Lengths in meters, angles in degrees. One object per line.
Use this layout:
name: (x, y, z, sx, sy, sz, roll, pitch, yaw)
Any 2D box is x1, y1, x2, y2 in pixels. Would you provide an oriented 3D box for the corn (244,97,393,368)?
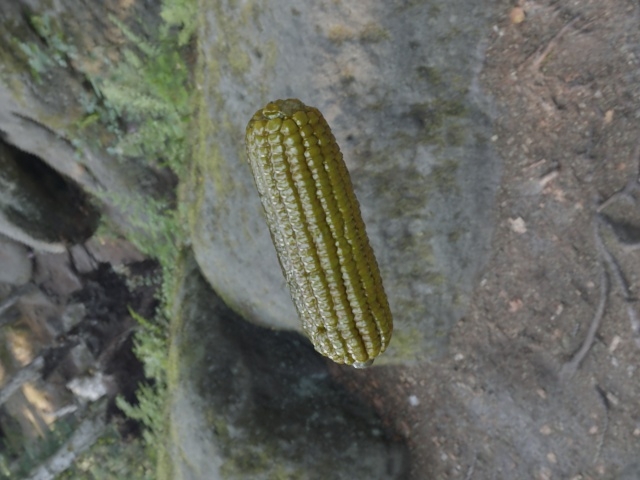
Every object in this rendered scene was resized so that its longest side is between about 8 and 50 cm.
corn: (0.000, 0.000, 0.549, 0.068, 0.068, 0.207, 9, 126, 50)
